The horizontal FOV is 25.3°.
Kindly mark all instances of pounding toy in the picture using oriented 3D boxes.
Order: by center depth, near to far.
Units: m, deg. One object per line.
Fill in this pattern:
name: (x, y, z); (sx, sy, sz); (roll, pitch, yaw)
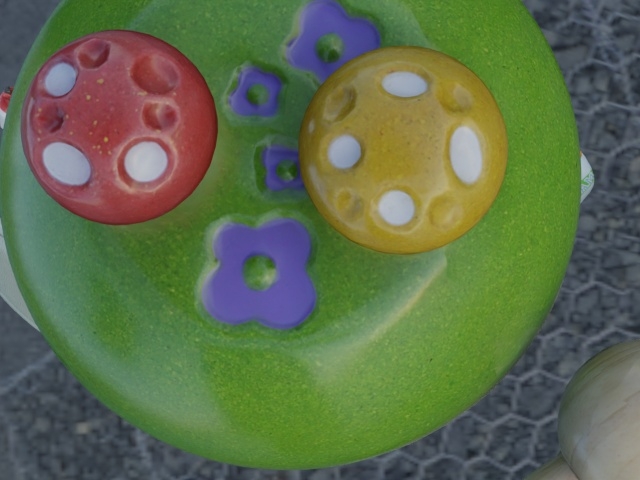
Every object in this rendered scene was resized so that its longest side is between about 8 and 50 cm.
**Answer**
pounding toy: (0.000, 0.000, 0.399); (0.183, 0.110, 0.236); (-29, 84, 1)

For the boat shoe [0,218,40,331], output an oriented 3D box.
boat shoe: (-0.154, 0.024, 0.952); (0.233, 0.079, 0.084); (25, 137, 33)

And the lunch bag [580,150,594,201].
lunch bag: (0.104, -0.112, 1.288); (0.115, 0.243, 0.303); (-38, 79, -13)

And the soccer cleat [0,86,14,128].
soccer cleat: (-0.186, -0.098, 0.982); (0.029, 0.083, 0.035); (54, 145, 18)
